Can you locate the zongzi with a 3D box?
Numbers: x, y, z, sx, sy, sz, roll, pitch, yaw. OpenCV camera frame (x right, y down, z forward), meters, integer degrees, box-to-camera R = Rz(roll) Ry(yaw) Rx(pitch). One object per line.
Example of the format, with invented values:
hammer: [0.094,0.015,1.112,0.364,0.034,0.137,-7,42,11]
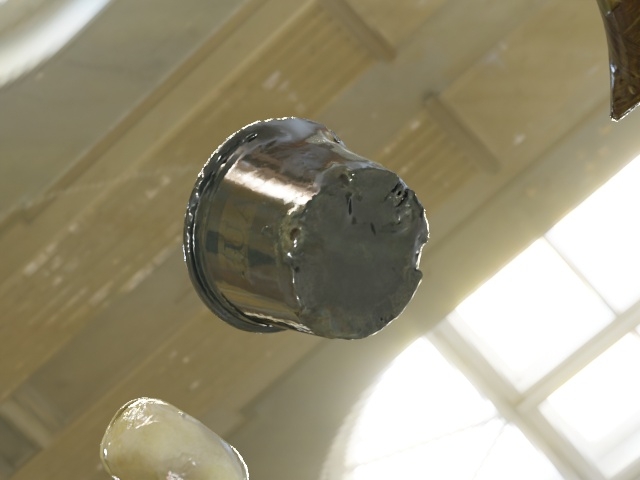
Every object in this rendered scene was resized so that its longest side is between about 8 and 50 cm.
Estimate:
zongzi: [0.215,-0.183,1.078,0.187,0.184,0.084,22,-140,-24]

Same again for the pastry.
pastry: [-0.148,0.226,1.437,0.156,0.092,0.156,33,166,9]

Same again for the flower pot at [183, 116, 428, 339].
flower pot: [0.000,0.000,0.973,0.107,0.157,0.157,19,166,49]
